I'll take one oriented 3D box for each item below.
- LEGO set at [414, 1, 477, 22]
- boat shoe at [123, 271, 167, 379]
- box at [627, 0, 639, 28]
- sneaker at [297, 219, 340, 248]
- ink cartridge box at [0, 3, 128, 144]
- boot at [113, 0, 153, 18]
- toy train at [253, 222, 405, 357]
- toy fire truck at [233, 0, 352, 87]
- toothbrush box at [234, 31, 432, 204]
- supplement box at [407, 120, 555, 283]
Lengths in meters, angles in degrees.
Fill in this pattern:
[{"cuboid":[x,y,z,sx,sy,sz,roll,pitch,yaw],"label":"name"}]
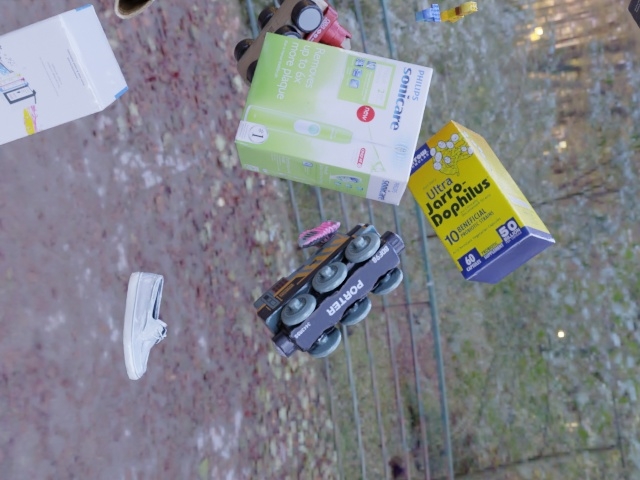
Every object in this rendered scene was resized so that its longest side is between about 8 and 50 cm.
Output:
[{"cuboid":[0.293,-0.540,1.642,0.227,0.093,0.087,-14,96,-40],"label":"LEGO set"},{"cuboid":[-0.365,0.177,1.532,0.079,0.081,0.228,92,-2,-76],"label":"boat shoe"},{"cuboid":[0.894,-0.547,1.659,0.343,0.178,0.313,70,1,-69],"label":"box"},{"cuboid":[0.000,0.000,1.540,0.119,0.047,0.057,-26,122,-41],"label":"sneaker"},{"cuboid":[-0.498,-0.291,1.287,0.171,0.232,0.168,-86,158,-65],"label":"ink cartridge box"},{"cuboid":[-0.380,-0.635,1.655,0.095,0.262,0.203,36,23,-28],"label":"boot"},{"cuboid":[0.016,0.092,1.464,0.142,0.334,0.190,53,-13,-29],"label":"toy train"},{"cuboid":[-0.026,-0.378,1.483,0.246,0.217,0.158,25,24,-41],"label":"toy fire truck"},{"cuboid":[0.022,-0.201,1.211,0.122,0.283,0.206,96,9,-75],"label":"toothbrush box"},{"cuboid":[0.386,-0.092,1.831,0.195,0.194,0.357,10,45,-55],"label":"supplement box"}]
